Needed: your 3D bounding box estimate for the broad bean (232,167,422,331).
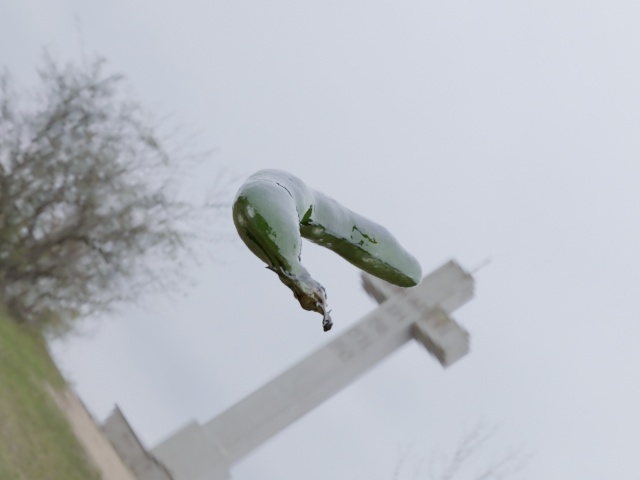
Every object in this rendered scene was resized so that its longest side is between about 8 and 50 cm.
[{"bbox_3d":[0.000,0.000,0.984,0.144,0.049,0.292,48,15,10],"label":"broad bean"}]
